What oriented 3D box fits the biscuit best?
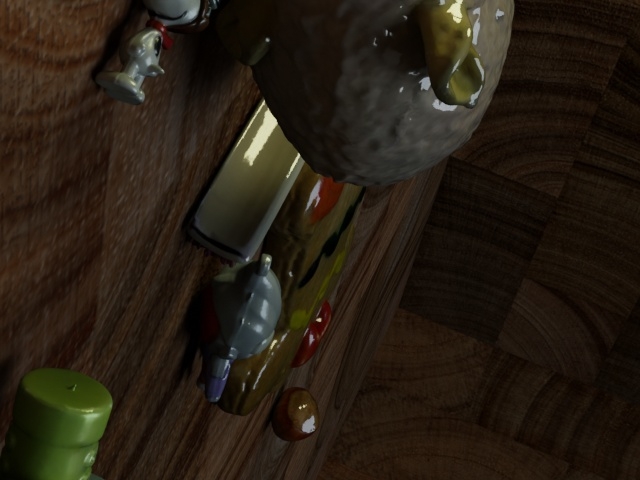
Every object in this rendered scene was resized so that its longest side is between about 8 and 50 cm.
[{"bbox_3d":[0.000,0.000,1.488,0.368,0.076,0.394,-55,165,-55],"label":"biscuit"}]

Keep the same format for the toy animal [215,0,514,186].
[{"bbox_3d":[0.036,-0.153,0.847,0.358,0.188,0.226,76,28,-57],"label":"toy animal"}]

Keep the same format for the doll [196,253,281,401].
[{"bbox_3d":[-0.079,0.073,1.161,0.227,0.075,0.102,120,-18,-52],"label":"doll"}]

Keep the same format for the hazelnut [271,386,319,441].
[{"bbox_3d":[-0.041,0.279,1.988,0.086,0.086,0.086,22,90,-82],"label":"hazelnut"}]

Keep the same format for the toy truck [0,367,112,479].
[{"bbox_3d":[-0.169,0.195,0.681,0.210,0.148,0.187,-94,-159,-57],"label":"toy truck"}]

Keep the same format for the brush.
[{"bbox_3d":[-0.026,-0.107,1.083,0.321,0.060,0.050,-63,-177,-32],"label":"brush"}]

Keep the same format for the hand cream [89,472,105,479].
[{"bbox_3d":[-0.209,0.291,0.960,0.109,0.067,0.320,-61,174,-49],"label":"hand cream"}]

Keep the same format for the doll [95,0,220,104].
[{"bbox_3d":[-0.089,-0.115,0.692,0.058,0.040,0.085,11,97,-69],"label":"doll"}]
